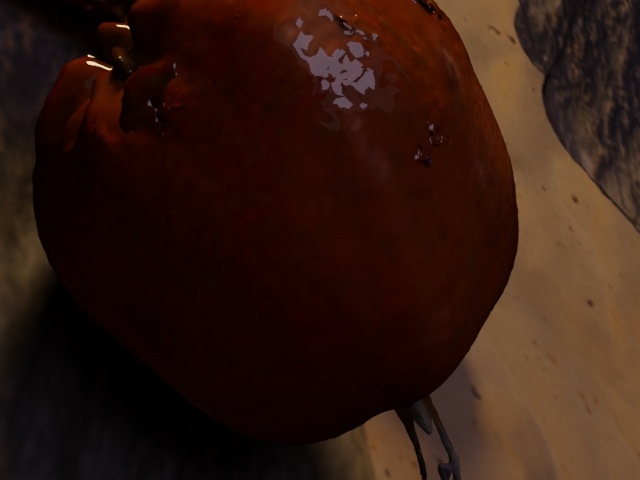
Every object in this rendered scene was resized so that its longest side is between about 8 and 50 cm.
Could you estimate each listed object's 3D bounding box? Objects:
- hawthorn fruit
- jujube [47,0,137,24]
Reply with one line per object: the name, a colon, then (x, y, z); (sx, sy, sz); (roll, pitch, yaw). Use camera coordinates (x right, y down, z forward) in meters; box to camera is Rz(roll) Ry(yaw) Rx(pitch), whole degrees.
hawthorn fruit: (0.000, 0.000, 0.834); (0.299, 0.211, 0.211); (56, 35, -19)
jujube: (-0.114, -0.150, 0.917); (0.129, 0.077, 0.077); (21, 48, -29)
